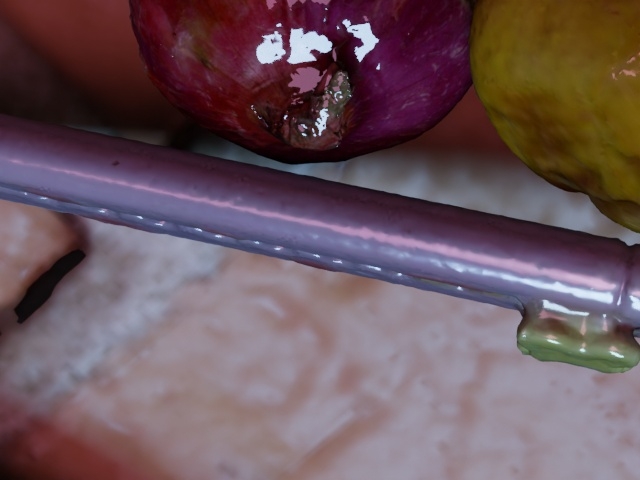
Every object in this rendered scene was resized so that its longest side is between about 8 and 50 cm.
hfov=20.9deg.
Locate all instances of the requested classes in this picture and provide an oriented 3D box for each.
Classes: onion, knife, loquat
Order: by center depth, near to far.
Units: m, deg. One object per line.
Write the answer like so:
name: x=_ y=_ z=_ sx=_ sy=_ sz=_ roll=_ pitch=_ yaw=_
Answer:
loquat: x=0.110 y=-0.057 z=0.472 sx=0.137 sy=0.113 sz=0.137 roll=-15 pitch=126 yaw=-22
onion: x=-0.002 y=-0.065 z=0.498 sx=0.107 sy=0.097 sz=0.107 roll=2 pitch=136 yaw=2
knife: x=0.000 y=0.001 z=0.522 sx=0.398 sy=0.132 sz=0.038 roll=13 pitch=82 yaw=8
